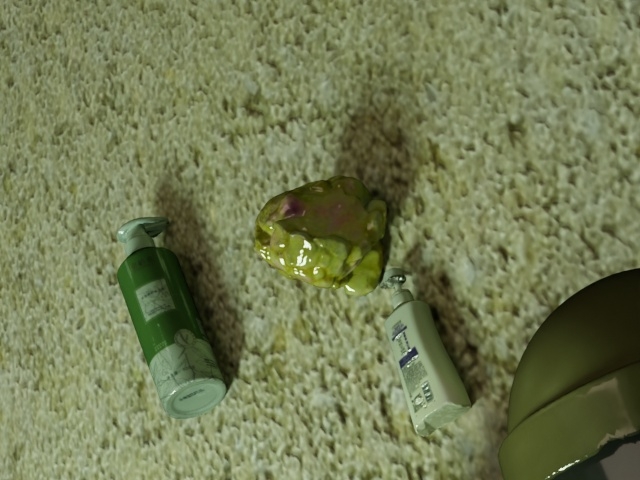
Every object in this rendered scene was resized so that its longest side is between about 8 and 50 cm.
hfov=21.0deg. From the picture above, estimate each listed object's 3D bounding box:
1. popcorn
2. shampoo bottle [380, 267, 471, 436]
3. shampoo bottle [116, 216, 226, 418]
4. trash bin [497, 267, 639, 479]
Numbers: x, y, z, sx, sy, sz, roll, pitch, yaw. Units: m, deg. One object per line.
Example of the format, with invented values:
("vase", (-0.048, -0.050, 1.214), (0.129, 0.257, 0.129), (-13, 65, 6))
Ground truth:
("popcorn", (-0.002, -0.001, 1.409), (0.097, 0.109, 0.089), (-77, -10, -56))
("shampoo bottle", (0.076, 0.081, 1.344), (0.049, 0.034, 0.141), (-47, 49, 39))
("shampoo bottle", (-0.142, 0.063, 1.574), (0.065, 0.065, 0.204), (-47, 49, 30))
("trash bin", (0.233, 0.172, 1.020), (0.214, 0.214, 0.334), (-39, 62, 35))
